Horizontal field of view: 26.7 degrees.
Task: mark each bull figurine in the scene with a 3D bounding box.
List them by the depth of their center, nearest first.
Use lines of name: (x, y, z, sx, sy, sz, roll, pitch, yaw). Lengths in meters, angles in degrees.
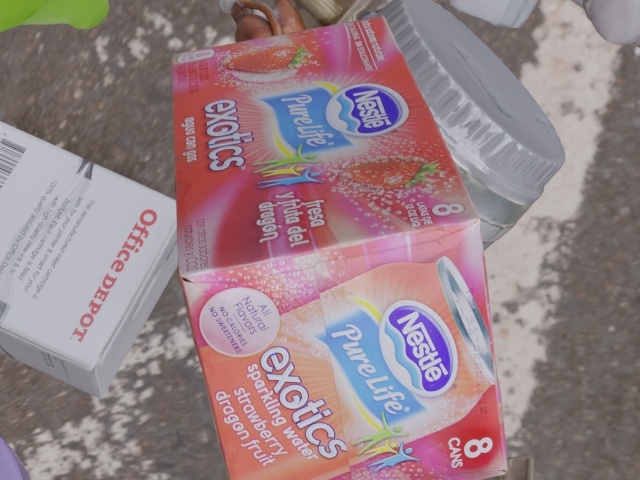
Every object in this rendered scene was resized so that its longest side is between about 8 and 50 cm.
bull figurine: (-0.065, -0.189, 1.681, 0.101, 0.310, 0.188, -9, 52, -14)

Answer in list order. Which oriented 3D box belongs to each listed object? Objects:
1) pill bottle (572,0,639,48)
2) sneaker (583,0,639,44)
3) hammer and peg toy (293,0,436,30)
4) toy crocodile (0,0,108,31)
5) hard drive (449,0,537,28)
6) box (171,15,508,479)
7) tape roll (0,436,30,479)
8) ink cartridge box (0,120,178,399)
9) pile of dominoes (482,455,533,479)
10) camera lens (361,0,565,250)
pill bottle: (0.267, -0.283, 1.201, 0.283, 0.160, 0.160, 29, 70, -25)
sneaker: (0.279, -0.182, 0.852, 0.111, 0.297, 0.129, -36, 93, -30)
hammer and peg toy: (0.070, -0.345, 1.697, 0.127, 0.361, 0.266, 39, 98, -19)
toy crocodile: (-0.226, -0.150, 0.632, 0.115, 0.105, 0.340, 50, 21, 19)
hard drive: (0.128, -0.250, 0.492, 0.040, 0.307, 0.203, 19, 56, -3)
box: (0.000, 0.000, 0.759, 0.142, 0.300, 0.154, -11, 117, -1)
tape roll: (-0.317, 0.218, 1.043, 0.189, 0.080, 0.189, 2, 73, -5)
ink cartridge box: (-0.314, 0.012, 1.447, 0.289, 0.121, 0.211, 25, 67, 7)
pile of dominoes: (0.094, 0.275, 1.390, 0.196, 0.251, 0.040, -39, 124, -42)
camera lens: (0.044, -0.050, 1.171, 0.219, 0.274, 0.219, 38, 24, -20)
